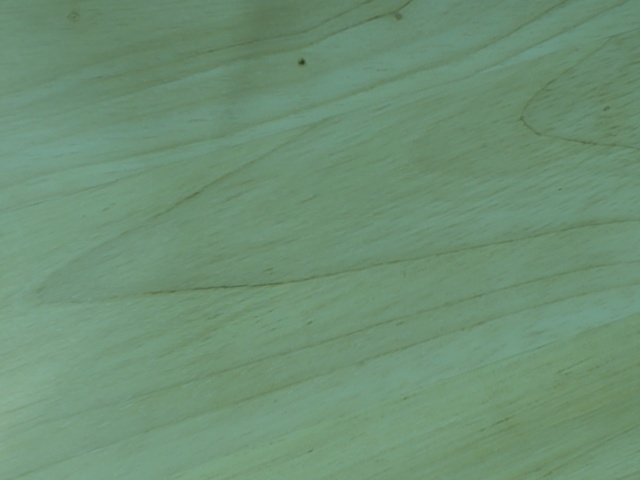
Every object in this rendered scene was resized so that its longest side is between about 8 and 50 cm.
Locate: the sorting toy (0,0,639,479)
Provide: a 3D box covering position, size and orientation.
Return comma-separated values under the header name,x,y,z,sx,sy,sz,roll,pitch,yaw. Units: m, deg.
name,x,y,z,sx,sy,sz,roll,pitch,yaw
sorting toy,0.000,0.000,0.537,0.089,0.257,0.255,-160,55,-69
